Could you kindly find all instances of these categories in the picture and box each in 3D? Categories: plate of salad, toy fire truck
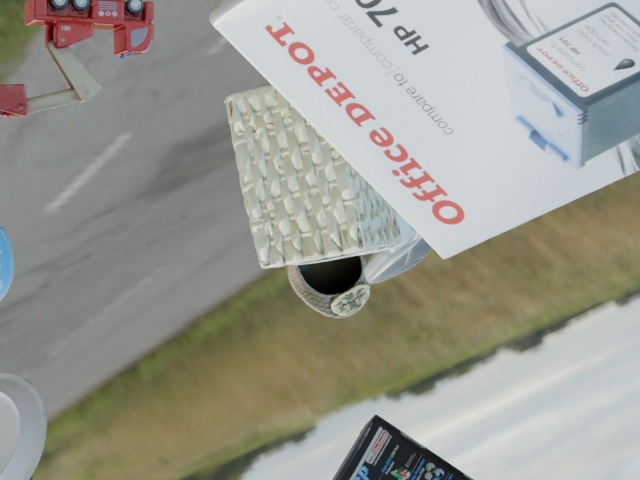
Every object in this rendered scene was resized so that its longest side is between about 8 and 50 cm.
[{"bbox_3d":[-0.414,0.257,1.849,0.199,0.200,0.048,-26,142,14],"label":"plate of salad"},{"bbox_3d":[-0.273,-0.200,1.637,0.192,0.135,0.047,-1,180,-27],"label":"toy fire truck"}]

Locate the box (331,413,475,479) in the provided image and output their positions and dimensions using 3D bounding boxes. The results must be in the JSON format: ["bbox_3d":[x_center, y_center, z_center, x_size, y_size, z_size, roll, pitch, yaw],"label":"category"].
[{"bbox_3d":[0.070,0.311,1.501,0.220,0.175,0.051,-57,179,-30],"label":"box"}]

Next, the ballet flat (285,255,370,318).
[{"bbox_3d":[0.000,0.000,1.514,0.084,0.058,0.250,-35,134,-13],"label":"ballet flat"}]

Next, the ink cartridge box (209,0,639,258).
[{"bbox_3d":[0.080,-0.093,0.514,0.190,0.139,0.082,-28,-148,33],"label":"ink cartridge box"}]

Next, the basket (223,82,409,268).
[{"bbox_3d":[-0.003,-0.062,1.283,0.113,0.167,0.103,-11,-176,21],"label":"basket"}]

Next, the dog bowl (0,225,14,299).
[{"bbox_3d":[-0.420,-0.034,1.484,0.166,0.297,0.074,-9,-156,20],"label":"dog bowl"}]

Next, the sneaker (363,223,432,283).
[{"bbox_3d":[0.086,-0.020,1.437,0.053,0.061,0.152,-9,143,-54],"label":"sneaker"}]
